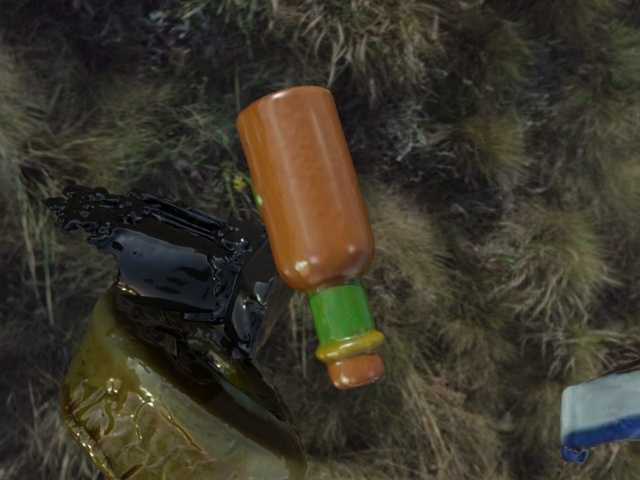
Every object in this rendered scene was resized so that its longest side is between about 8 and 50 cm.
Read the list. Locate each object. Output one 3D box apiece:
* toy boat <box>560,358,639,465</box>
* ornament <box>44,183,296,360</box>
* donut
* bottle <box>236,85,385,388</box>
[{"bbox_3d":[0.256,0.087,0.314,0.262,0.114,0.115,-23,73,6],"label":"toy boat"},{"bbox_3d":[-0.149,0.002,0.708,0.260,0.251,0.106,24,109,5],"label":"ornament"},{"bbox_3d":[-0.156,0.192,0.740,0.330,0.330,0.160,35,93,-28],"label":"donut"},{"bbox_3d":[0.000,0.000,0.405,0.069,0.069,0.187,-12,82,-25],"label":"bottle"}]
